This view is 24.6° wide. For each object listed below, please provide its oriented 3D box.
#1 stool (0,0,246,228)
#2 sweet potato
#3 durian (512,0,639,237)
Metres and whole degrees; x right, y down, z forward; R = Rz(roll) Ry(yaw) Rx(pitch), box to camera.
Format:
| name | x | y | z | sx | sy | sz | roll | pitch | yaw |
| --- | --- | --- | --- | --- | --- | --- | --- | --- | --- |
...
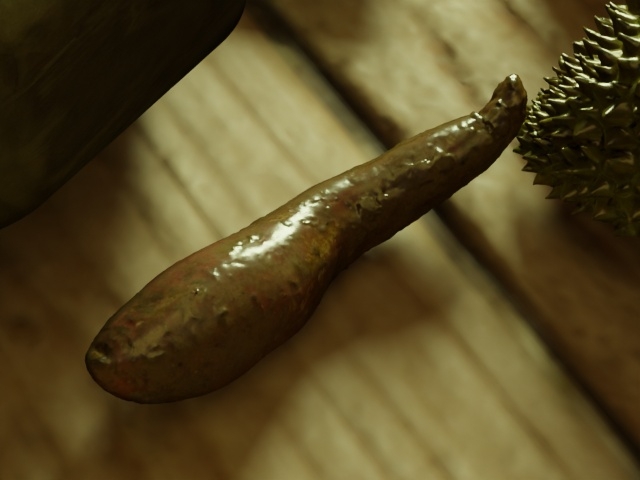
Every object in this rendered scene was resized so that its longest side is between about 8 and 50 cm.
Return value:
| name | x | y | z | sx | sy | sz | roll | pitch | yaw |
| --- | --- | --- | --- | --- | --- | --- | --- | --- | --- |
| stool | -0.174 | -0.066 | 0.531 | 0.179 | 0.179 | 0.264 | 34 | 61 | 18 |
| sweet potato | 0.000 | 0.000 | 0.574 | 0.214 | 0.050 | 0.050 | -35 | 65 | -24 |
| durian | 0.188 | -0.072 | 0.603 | 0.208 | 0.102 | 0.146 | -34 | 59 | -26 |
